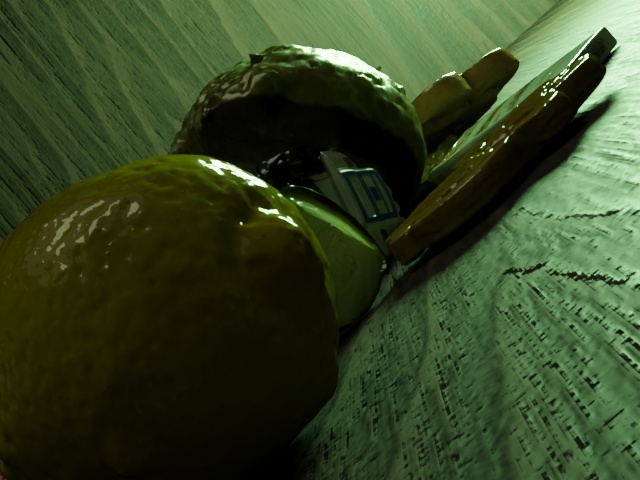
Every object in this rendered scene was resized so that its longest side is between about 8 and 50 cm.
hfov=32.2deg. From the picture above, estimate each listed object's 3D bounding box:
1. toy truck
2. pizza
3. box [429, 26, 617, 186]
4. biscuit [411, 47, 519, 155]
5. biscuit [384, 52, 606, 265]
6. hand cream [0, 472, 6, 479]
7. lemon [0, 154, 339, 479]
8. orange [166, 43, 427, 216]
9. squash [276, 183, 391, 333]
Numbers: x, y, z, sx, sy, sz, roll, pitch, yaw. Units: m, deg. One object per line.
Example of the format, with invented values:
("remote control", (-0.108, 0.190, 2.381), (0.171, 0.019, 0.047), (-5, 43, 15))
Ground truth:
("toy truck", (0.000, 0.000, 1.170), (0.177, 0.161, 0.213), (-13, -18, -44))
("pizza", (0.145, -0.096, 1.424), (0.160, 0.036, 0.099), (-43, 4, -16))
("box", (0.220, -0.143, 1.220), (0.220, 0.032, 0.122), (-38, 6, 43))
("biscuit", (0.135, -0.129, 1.530), (0.275, 0.052, 0.355), (-30, -13, -40))
("biscuit", (0.155, -0.068, 0.977), (0.249, 0.035, 0.184), (-44, 3, -22))
("hand cream", (-0.439, 0.362, 1.383), (0.230, 0.149, 0.230), (-39, 3, 2))
("lemon", (-0.108, 0.062, 0.729), (0.288, 0.233, 0.233), (-29, 11, 38))
("orange", (-0.037, -0.109, 1.326), (0.368, 0.270, 0.210), (-43, 34, 50))
("squash", (-0.076, 0.093, 0.978), (0.287, 0.137, 0.137), (-47, 2, 19))
